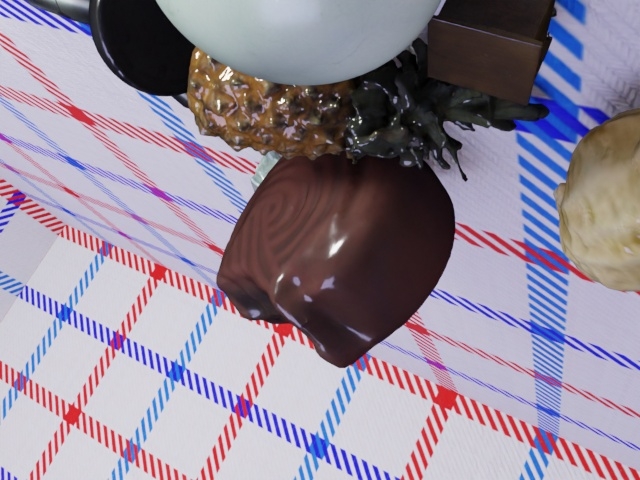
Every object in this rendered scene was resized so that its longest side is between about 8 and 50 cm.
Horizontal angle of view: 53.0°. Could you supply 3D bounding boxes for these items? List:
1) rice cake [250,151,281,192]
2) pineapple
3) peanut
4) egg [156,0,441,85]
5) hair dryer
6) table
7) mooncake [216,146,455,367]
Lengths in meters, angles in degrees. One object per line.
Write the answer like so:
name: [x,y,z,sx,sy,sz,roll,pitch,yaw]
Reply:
rice cake: [-0.076,-0.081,1.117,0.069,0.063,0.206,24,164,6]
pineapple: [0.044,-0.136,0.630,0.340,0.169,0.169,15,161,17]
peanut: [0.283,-0.055,0.502,0.153,0.140,0.325,41,166,17]
egg: [-0.028,-0.207,0.456,0.264,0.183,0.183,22,164,40]
hair dryer: [-0.190,-0.256,0.793,0.284,0.156,0.320,16,-171,-42]
table: [0.136,-0.167,0.489,0.083,0.082,0.070,22,163,18]
mooncake: [0.000,0.000,0.823,0.174,0.334,0.326,39,-159,-28]
